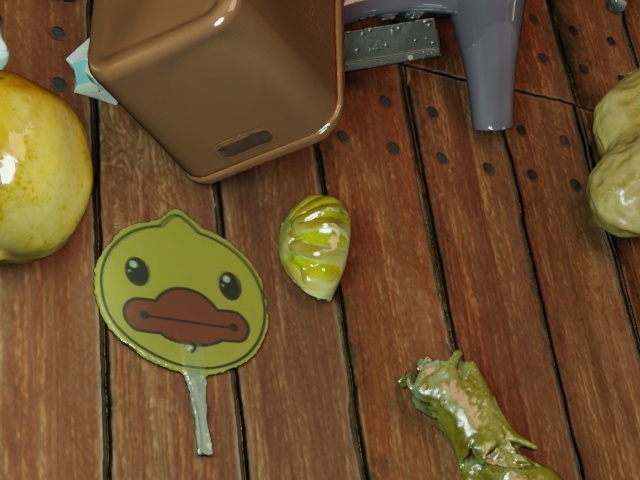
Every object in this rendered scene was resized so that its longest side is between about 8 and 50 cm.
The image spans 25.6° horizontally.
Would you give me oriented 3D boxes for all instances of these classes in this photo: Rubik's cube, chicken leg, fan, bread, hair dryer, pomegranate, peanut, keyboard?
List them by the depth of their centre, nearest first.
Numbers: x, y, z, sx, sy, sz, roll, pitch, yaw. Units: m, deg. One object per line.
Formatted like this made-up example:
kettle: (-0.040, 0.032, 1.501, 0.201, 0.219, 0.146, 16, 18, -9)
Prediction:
pomegranate: (-0.355, -0.082, 1.536, 0.233, 0.233, 0.233, 17, 52, -23)
fan: (-0.159, 0.102, 1.674, 0.229, 0.011, 0.335, 9, 53, -28)
chicken leg: (0.223, 0.304, 1.698, 0.201, 0.153, 0.429, -13, 60, -30)
Rubik's cube: (-0.275, -0.223, 1.782, 0.084, 0.073, 0.075, 4, 57, -33)
bread: (0.000, 0.000, 1.797, 0.083, 0.094, 0.157, 22, 58, -24)
keyboard: (0.074, -0.274, 2.006, 0.195, 0.018, 0.060, -10, 102, -6)
hair dryer: (0.130, -0.303, 2.059, 0.361, 0.121, 0.301, -5, 100, -11)
peanut: (0.511, -0.149, 2.179, 0.192, 0.169, 0.387, 29, 48, -5)

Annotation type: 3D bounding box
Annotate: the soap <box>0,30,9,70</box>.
soap: (-0.553, -0.353, 1.635, 0.261, 0.156, 0.446, -5, 63, -35)

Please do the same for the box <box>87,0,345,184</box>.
box: (-0.130, -0.288, 1.755, 0.229, 0.239, 0.339, 43, 36, -44)

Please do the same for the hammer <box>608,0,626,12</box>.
hammer: (0.409, -0.503, 2.449, 0.289, 0.037, 0.137, 19, 51, -21)

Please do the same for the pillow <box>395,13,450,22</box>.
pillow: (0.143, -0.491, 2.220, 0.228, 0.101, 0.326, -14, 74, -37)
